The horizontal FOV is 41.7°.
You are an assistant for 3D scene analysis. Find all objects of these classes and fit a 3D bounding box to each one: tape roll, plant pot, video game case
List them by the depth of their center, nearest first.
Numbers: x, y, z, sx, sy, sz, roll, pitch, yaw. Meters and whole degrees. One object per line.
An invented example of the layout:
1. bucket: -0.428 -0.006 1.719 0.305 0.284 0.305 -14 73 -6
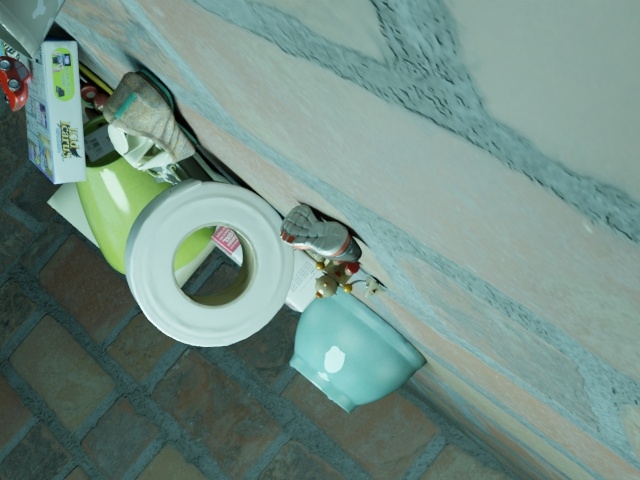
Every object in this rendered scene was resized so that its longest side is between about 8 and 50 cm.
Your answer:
1. tape roll: -0.193 0.036 1.459 0.286 0.286 0.100 42 173 -19
2. video game case: -0.494 -0.249 1.542 0.061 0.244 0.269 -7 -162 -27
3. plant pot: -0.381 -0.112 1.710 0.275 0.275 0.293 36 163 29
4. plant pot: 0.057 0.248 1.833 0.293 0.196 0.293 39 172 6

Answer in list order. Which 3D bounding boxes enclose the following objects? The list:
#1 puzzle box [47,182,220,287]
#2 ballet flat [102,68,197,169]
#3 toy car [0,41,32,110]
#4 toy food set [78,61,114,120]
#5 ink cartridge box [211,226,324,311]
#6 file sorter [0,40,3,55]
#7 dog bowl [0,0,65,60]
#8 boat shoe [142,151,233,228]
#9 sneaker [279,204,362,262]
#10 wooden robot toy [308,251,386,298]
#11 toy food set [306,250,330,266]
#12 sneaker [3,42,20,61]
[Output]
1. puzzle box: -0.417 -0.074 1.972 0.409 0.272 0.052 37 172 23
2. ballet flat: -0.269 -0.168 1.291 0.108 0.106 0.316 39 173 9
3. toy car: -0.575 -0.377 1.495 0.239 0.053 0.225 44 141 35
4. toy food set: -0.460 -0.288 1.674 0.218 0.071 0.128 39 173 2
5. ink cartridge box: -0.103 0.037 1.727 0.237 0.100 0.172 40 173 -3
6. file sorter: -0.608 -0.389 1.376 0.118 0.104 0.170 36 138 33
7. dog bowl: -0.441 -0.367 0.972 0.349 0.102 0.349 39 173 5
8. boat shoe: -0.267 -0.137 1.532 0.305 0.091 0.109 45 171 -38
9. sneaker: 0.000 0.000 1.154 0.065 0.061 0.158 37 176 -35
10. wooden robot toy: 0.013 0.052 1.312 0.173 0.079 0.076 39 173 5
11. toy food set: 0.002 0.025 1.437 0.083 0.020 0.083 35 171 32
12. sneaker: -0.671 -0.452 1.756 0.275 0.107 0.110 46 -169 -12
